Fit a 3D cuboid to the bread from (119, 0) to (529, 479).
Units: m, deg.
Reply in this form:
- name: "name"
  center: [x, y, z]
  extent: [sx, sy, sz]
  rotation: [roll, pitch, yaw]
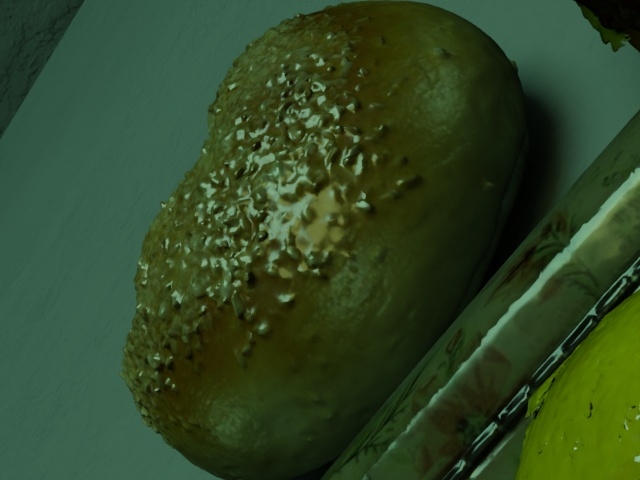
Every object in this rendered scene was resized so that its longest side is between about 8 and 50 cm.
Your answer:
- name: "bread"
  center: [-0.001, 0.004, 0.790]
  extent: [0.314, 0.171, 0.192]
  rotation: [-58, 19, 3]

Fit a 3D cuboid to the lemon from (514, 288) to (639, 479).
- name: "lemon"
  center: [0.140, 0.086, 0.398]
  extent: [0.206, 0.173, 0.173]
  rotation: [-46, 25, 37]

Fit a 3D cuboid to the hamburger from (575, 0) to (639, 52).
- name: "hamburger"
  center: [0.177, -0.224, 0.646]
  extent: [0.291, 0.225, 0.291]
  rotation: [-42, 31, 32]

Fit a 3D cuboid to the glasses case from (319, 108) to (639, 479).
- name: "glasses case"
  center: [0.092, 0.064, 0.561]
  extent: [0.425, 0.098, 0.156]
  rotation: [-51, -19, 15]
